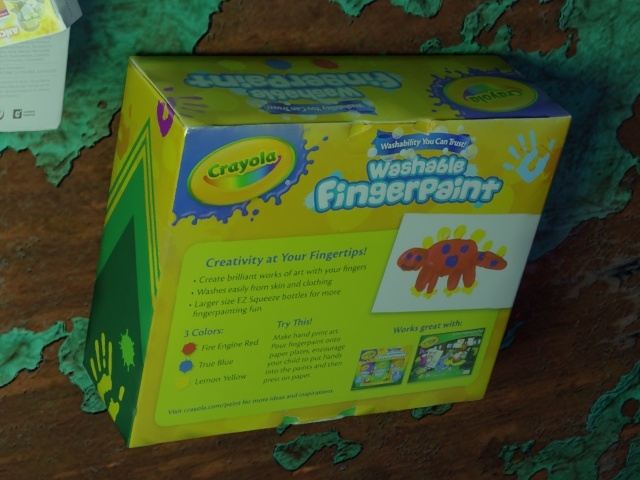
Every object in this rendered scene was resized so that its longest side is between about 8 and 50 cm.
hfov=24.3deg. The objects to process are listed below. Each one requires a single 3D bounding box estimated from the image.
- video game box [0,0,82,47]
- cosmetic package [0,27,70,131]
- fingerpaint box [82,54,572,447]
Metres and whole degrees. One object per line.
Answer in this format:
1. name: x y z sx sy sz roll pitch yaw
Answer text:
1. video game box: -0.315 -0.238 1.189 0.205 0.048 0.187 -9 112 22
2. cosmetic package: -0.269 -0.223 1.288 0.085 0.117 0.231 -5 124 -29
3. fingerpaint box: 0.000 0.000 1.567 0.444 0.163 0.371 -5 123 -29
